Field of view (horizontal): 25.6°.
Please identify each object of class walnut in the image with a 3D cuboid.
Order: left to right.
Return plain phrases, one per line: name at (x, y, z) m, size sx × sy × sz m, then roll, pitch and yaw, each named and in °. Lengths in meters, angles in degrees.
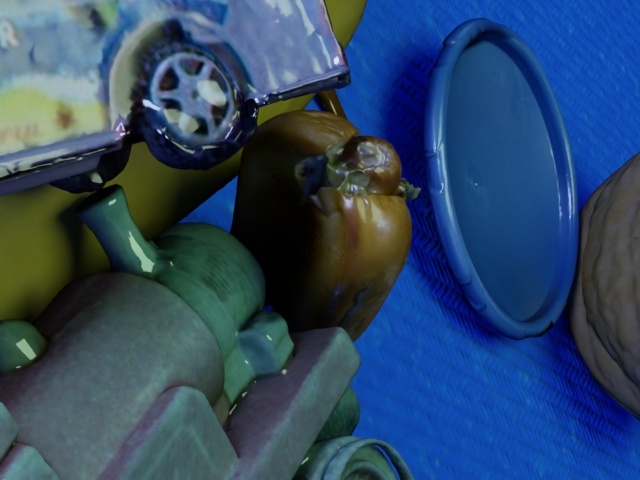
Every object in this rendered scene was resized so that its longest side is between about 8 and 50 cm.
walnut at (0.308, 0.037, 1.130) m, size 0.225 × 0.225 × 0.261 m, roll 35°, pitch 58°, yaw -43°

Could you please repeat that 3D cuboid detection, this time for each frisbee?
frisbee at (0.129, -0.044, 1.048) m, size 0.242 × 0.045 × 0.242 m, roll 22°, pitch 63°, yaw -55°

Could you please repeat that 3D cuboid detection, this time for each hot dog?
hot dog at (0.000, 0.000, 0.704) m, size 0.068 × 0.249 × 0.100 m, roll -28°, pitch 80°, yaw -14°

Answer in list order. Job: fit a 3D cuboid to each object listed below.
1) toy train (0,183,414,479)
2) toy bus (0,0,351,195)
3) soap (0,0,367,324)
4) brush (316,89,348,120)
toy train at (-0.080, 0.118, 0.574) m, size 0.221 × 0.150 × 0.304 m, roll 62°, pitch 36°, yaw -23°
toy bus at (-0.140, -0.066, 0.483) m, size 0.317 × 0.112 × 0.138 m, roll -21°, pitch 98°, yaw -40°
soap at (-0.123, -0.141, 0.638) m, size 0.427 × 0.115 × 0.306 m, roll -44°, pitch 118°, yaw -32°
brush at (0.007, -0.091, 0.922) m, size 0.043 × 0.014 × 0.170 m, roll -42°, pitch 112°, yaw -52°
